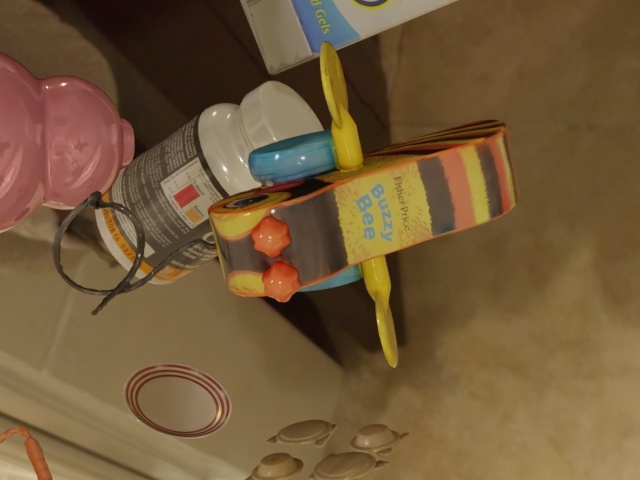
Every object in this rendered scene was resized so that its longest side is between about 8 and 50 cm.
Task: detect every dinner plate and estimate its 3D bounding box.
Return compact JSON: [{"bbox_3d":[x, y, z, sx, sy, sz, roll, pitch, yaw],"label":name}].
[{"bbox_3d":[-0.183,0.208,1.356,0.141,0.141,0.017,41,128,34],"label":"dinner plate"}]

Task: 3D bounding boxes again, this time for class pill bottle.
[{"bbox_3d":[-0.133,-0.071,1.312,0.278,0.162,0.162,-30,56,28],"label":"pill bottle"}]

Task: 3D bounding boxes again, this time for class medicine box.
[{"bbox_3d":[0.041,-0.353,1.111,0.289,0.263,0.149,-26,11,-19],"label":"medicine box"}]

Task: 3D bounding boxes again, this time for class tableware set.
[{"bbox_3d":[0.005,0.223,1.109,0.169,0.141,0.020,-4,104,31],"label":"tableware set"}]

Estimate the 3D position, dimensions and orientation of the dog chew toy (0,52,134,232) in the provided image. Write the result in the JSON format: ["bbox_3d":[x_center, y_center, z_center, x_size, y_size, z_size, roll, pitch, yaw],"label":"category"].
[{"bbox_3d":[-0.341,-0.091,0.986,0.332,0.206,0.206,-2,56,-24],"label":"dog chew toy"}]

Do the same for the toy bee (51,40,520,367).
[{"bbox_3d":[0.000,0.000,0.648,0.298,0.195,0.162,-36,15,-4],"label":"toy bee"}]

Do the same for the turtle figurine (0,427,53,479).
[{"bbox_3d":[-0.269,0.209,0.578,0.217,0.087,0.269,-19,35,12],"label":"turtle figurine"}]
